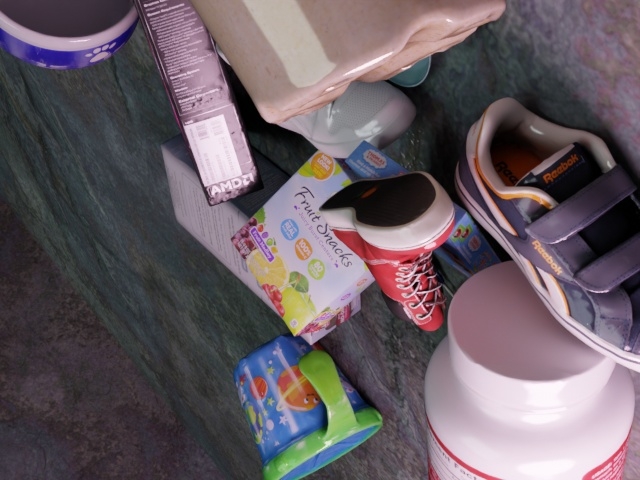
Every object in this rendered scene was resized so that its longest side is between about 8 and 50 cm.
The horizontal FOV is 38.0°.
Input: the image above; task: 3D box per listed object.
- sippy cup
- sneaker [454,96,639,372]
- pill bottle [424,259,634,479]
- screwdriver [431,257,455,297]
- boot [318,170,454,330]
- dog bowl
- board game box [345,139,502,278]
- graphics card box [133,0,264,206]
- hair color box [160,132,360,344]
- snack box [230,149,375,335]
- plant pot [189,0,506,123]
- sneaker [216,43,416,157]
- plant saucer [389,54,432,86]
[{"bbox_3d":[-0.041,0.293,1.681,0.305,0.240,0.224,-40,69,26],"label":"sippy cup"},{"bbox_3d":[0.252,-0.009,0.897,0.321,0.126,0.127,46,158,25],"label":"sneaker"},{"bbox_3d":[0.237,0.226,1.079,0.229,0.229,0.407,35,147,37],"label":"pill bottle"},{"bbox_3d":[0.172,0.070,1.253,0.025,0.024,0.170,-36,90,35],"label":"screwdriver"},{"bbox_3d":[0.101,0.024,0.950,0.176,0.088,0.244,56,168,-13],"label":"boot"},{"bbox_3d":[-0.399,-0.400,1.419,0.265,0.265,0.104,55,156,2],"label":"dog bowl"},{"bbox_3d":[0.131,-0.021,1.089,0.160,0.039,0.211,39,178,32],"label":"board game box"},{"bbox_3d":[-0.187,-0.261,1.320,0.232,0.094,0.370,-116,7,-57],"label":"graphics card box"},{"bbox_3d":[-0.098,-0.023,1.511,0.374,0.114,0.185,40,151,32],"label":"hair color box"},{"bbox_3d":[0.000,0.000,1.272,0.207,0.070,0.174,-44,71,24],"label":"snack box"},{"bbox_3d":[-0.011,-0.276,0.762,0.334,0.334,0.305,-17,99,64],"label":"plant pot"},{"bbox_3d":[-0.024,-0.201,1.129,0.293,0.108,0.169,22,161,51],"label":"sneaker"},{"bbox_3d":[0.088,-0.231,1.045,0.119,0.021,0.119,41,150,30],"label":"plant saucer"}]
